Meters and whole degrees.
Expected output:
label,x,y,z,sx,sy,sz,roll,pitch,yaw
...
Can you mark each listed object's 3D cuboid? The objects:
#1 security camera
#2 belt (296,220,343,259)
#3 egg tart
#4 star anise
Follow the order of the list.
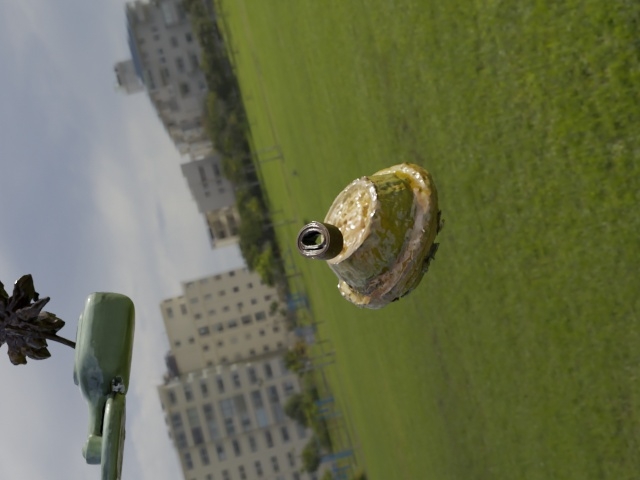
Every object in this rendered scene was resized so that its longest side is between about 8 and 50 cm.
label,x,y,z,sx,sy,sz,roll,pitch,yaw
security camera,-0.297,0.216,1.211,0.157,0.080,0.301,108,161,-55
belt,0.000,0.000,1.368,0.083,0.036,0.059,-2,82,51
egg tart,0.090,-0.018,1.545,0.288,0.118,0.288,-43,36,42
star anise,-0.471,0.131,1.460,0.073,0.234,0.177,-68,-30,-61
